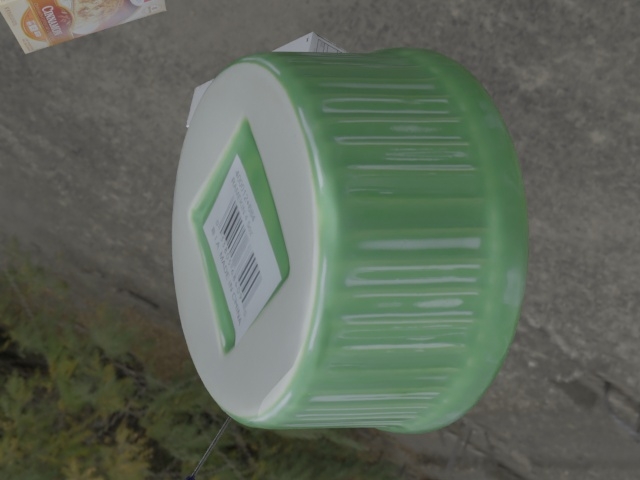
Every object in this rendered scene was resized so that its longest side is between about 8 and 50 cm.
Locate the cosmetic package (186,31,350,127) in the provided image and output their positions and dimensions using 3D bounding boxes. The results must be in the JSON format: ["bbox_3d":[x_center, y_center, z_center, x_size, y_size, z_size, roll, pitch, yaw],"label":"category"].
[{"bbox_3d":[-0.050,-0.161,1.054,0.099,0.060,0.239,24,159,-33],"label":"cosmetic package"}]

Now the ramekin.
[{"bbox_3d":[0.000,0.000,0.694,0.148,0.303,0.303,-1,172,-29],"label":"ramekin"}]

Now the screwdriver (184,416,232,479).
[{"bbox_3d":[-0.134,0.252,1.003,0.024,0.170,0.025,20,124,11],"label":"screwdriver"}]

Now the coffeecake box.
[{"bbox_3d":[-0.284,-0.302,1.083,0.142,0.185,0.068,119,130,-79],"label":"coffeecake box"}]
